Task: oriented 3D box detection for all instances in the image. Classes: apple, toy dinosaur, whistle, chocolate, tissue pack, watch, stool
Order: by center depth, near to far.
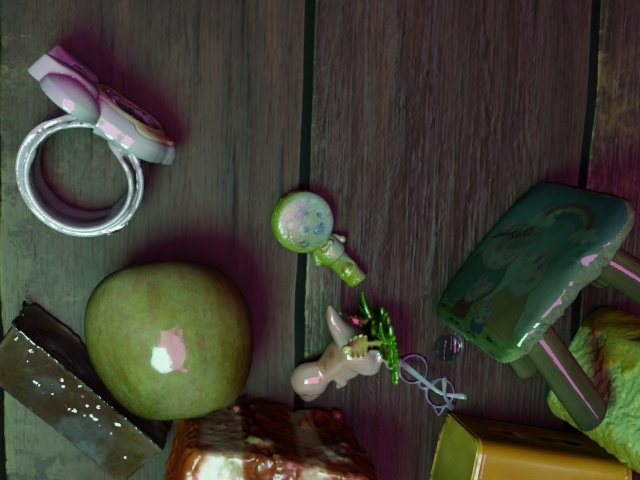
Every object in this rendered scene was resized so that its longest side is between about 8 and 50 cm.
[{"bbox_3d":[-0.368,-0.131,1.187,0.248,0.211,0.217,36,99,-19],"label":"watch"},{"bbox_3d":[-0.227,0.155,1.193,0.256,0.257,0.234,-4,80,-8],"label":"apple"},{"bbox_3d":[0.388,0.090,1.259,0.226,0.310,0.310,39,91,-17],"label":"stool"},{"bbox_3d":[-0.397,0.248,1.266,0.321,0.112,0.112,44,99,-11],"label":"chocolate"},{"bbox_3d":[0.033,0.178,1.313,0.176,0.152,0.194,-7,138,-7],"label":"toy dinosaur"},{"bbox_3d":[0.000,0.000,1.319,0.104,0.057,0.198,-46,108,-6],"label":"whistle"},{"bbox_3d":[0.352,0.401,1.342,0.274,0.194,0.145,12,90,-10],"label":"tissue pack"}]

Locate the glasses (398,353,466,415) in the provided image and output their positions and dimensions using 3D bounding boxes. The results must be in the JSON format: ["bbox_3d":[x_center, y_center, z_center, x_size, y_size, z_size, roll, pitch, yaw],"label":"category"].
[{"bbox_3d":[0.196,0.257,1.345,0.140,0.104,0.062,43,87,-14],"label":"glasses"}]

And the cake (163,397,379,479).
[{"bbox_3d":[-0.090,0.417,1.238,0.319,0.269,0.270,10,95,-10],"label":"cake"}]

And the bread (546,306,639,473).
[{"bbox_3d":[0.534,0.246,1.255,0.165,0.375,0.237,30,89,-12],"label":"bread"}]
